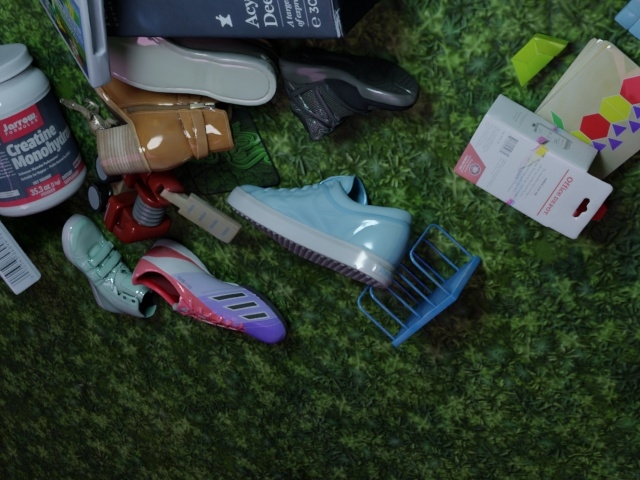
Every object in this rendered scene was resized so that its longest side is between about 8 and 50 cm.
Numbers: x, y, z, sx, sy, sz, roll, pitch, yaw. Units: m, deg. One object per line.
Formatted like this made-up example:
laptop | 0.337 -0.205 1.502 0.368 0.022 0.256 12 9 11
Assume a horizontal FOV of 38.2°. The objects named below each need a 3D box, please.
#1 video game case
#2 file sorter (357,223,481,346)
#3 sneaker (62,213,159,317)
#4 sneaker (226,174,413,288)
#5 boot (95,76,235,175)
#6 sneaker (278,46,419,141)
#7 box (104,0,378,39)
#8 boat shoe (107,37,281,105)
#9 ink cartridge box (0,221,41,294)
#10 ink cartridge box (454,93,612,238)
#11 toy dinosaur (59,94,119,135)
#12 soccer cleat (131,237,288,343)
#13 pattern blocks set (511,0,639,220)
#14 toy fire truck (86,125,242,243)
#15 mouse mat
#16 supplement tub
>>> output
video game case | -0.377 -0.417 1.255 0.329 0.036 0.300 56 159 18
file sorter | 0.157 0.071 1.523 0.104 0.118 0.170 43 134 0
sneaker | -0.409 0.053 1.854 0.151 0.094 0.256 11 139 31
sneaker | 0.005 -0.045 1.537 0.366 0.150 0.135 25 169 35
boot | -0.258 -0.246 1.507 0.220 0.283 0.109 -11 155 2
sneaker | 0.045 -0.208 1.392 0.227 0.087 0.130 14 132 25
box | -0.129 -0.443 1.219 0.395 0.212 0.293 7 128 27
boat shoe | -0.210 -0.288 1.416 0.305 0.091 0.109 13 136 -2
ink cartridge box | -0.699 -0.058 1.844 0.324 0.071 0.330 57 162 -19
ink cartridge box | 0.303 -0.101 1.296 0.198 0.067 0.115 32 135 7
toy dinosaur | -0.397 -0.202 1.690 0.183 0.053 0.092 53 148 -5
soccer cleat | -0.213 0.120 1.777 0.318 0.116 0.108 33 134 4
pattern blocks set | 0.382 -0.172 1.260 0.285 0.026 0.325 46 134 -9
toy fire truck | -0.274 -0.065 1.618 0.246 0.158 0.217 56 140 24
mouse mat | -0.171 -0.151 1.617 0.189 0.007 0.153 -7 120 33
supplement tub | -0.558 -0.198 1.677 0.191 0.191 0.272 2 126 29
